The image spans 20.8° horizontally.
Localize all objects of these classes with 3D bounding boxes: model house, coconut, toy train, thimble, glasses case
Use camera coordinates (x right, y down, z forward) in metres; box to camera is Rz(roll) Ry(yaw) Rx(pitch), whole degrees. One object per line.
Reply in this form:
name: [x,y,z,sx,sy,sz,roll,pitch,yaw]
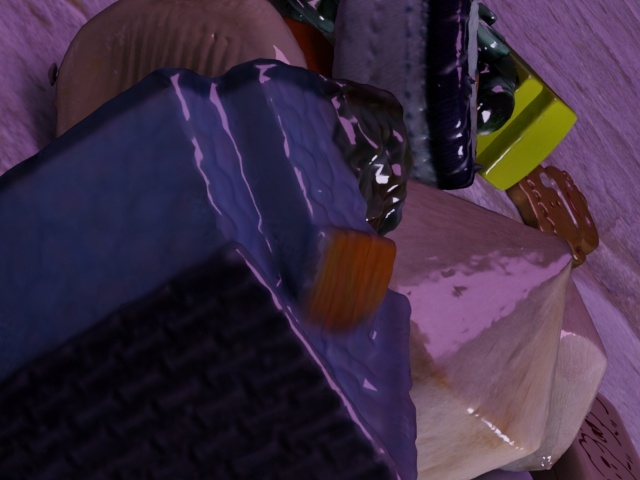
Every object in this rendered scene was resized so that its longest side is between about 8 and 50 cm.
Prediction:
model house: [-0.071,0.106,1.211,0.297,0.360,0.339,18,47,-56]
coconut: [0.088,0.086,1.565,0.329,0.329,0.329,42,29,-31]
toy train: [0.123,-0.239,2.086,0.272,0.179,0.442,33,15,-47]
thimble: [0.090,-0.166,1.772,0.237,0.150,0.237,-1,90,-83]
glasses case: [0.293,0.252,1.936,0.144,0.076,0.336,37,16,-20]
coconut: [0.184,0.131,1.785,0.224,0.224,0.234,23,49,-51]

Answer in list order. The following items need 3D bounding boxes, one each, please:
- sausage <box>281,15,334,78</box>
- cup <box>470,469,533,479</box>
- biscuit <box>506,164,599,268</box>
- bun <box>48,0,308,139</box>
sausage: [-0.062,-0.133,1.735,0.141,0.153,0.268,12,34,2]
cup: [0.160,0.267,1.807,0.104,0.074,0.116,37,27,11]
biscuit: [0.345,-0.045,2.530,0.249,0.035,0.184,2,60,-62]
bun: [-0.110,-0.107,1.532,0.160,0.259,0.259,14,49,-63]
